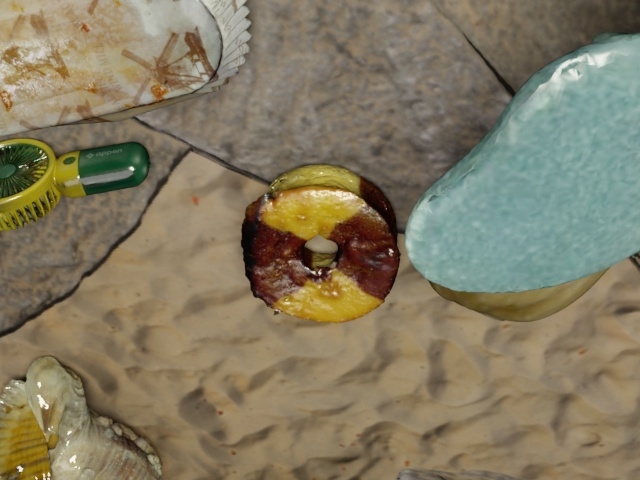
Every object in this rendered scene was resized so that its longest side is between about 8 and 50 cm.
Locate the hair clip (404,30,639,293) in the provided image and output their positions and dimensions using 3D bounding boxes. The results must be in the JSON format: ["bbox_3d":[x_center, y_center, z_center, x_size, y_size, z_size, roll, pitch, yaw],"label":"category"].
[{"bbox_3d":[0.268,-0.125,0.586,0.392,0.238,0.318,10,130,3],"label":"hair clip"}]

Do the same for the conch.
[{"bbox_3d":[-0.246,0.234,1.054,0.178,0.163,0.245,-19,95,6],"label":"conch"}]

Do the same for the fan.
[{"bbox_3d":[-0.211,-0.048,0.860,0.155,0.082,0.039,-9,132,4],"label":"fan"}]

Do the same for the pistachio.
[{"bbox_3d":[0.160,-0.008,0.801,0.185,0.126,0.108,-28,162,26],"label":"pistachio"}]

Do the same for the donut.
[{"bbox_3d":[0.000,0.000,0.863,0.140,0.059,0.140,6,130,7],"label":"donut"}]

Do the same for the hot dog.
[{"bbox_3d":[-0.178,-0.148,0.767,0.267,0.075,0.144,-4,124,19],"label":"hot dog"}]
